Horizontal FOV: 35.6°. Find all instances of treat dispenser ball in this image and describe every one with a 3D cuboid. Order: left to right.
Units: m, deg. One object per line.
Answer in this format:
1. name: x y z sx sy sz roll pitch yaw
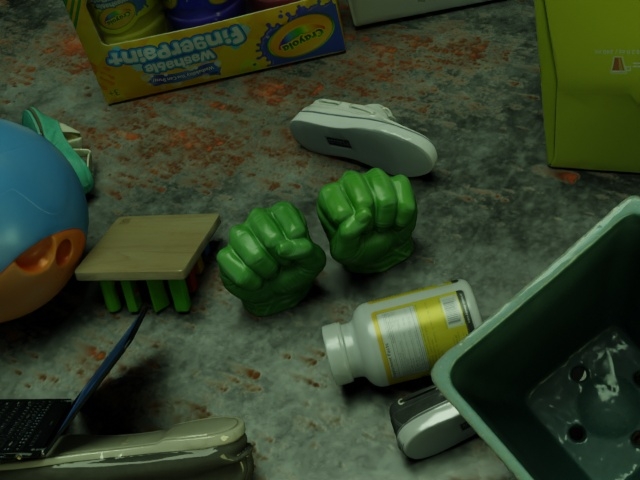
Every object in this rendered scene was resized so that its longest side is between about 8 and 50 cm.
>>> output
1. treat dispenser ball: -0.467 -0.027 1.375 0.288 0.288 0.288 -9 43 8

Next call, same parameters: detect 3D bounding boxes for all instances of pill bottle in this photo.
1. pill bottle: 0.099 0.116 1.193 0.184 0.103 0.103 -14 43 2

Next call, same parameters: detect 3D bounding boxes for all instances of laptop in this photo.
1. laptop: -0.345 0.160 1.173 0.265 0.136 0.234 1 5 -5

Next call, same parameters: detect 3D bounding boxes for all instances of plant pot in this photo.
1. plant pot: 0.284 0.153 0.953 0.247 0.252 0.248 -41 72 0

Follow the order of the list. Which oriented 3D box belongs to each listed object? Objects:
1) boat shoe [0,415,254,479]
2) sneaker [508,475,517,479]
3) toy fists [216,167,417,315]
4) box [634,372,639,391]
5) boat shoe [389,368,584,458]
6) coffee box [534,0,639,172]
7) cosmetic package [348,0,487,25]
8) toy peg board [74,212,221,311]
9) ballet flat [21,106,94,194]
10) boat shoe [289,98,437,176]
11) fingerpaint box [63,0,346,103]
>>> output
1. boat shoe: -0.239 0.270 1.131 0.335 0.095 0.112 -8 4 9
2. sneaker: 0.193 0.306 1.001 0.065 0.061 0.158 21 55 25
3. toy fists: 0.000 0.000 1.314 0.279 0.142 0.096 -21 43 -5
4. box: 0.353 0.146 1.122 0.062 0.052 0.083 16 53 29
5. boat shoe: 0.184 0.170 1.137 0.229 0.080 0.076 -27 45 0
6. coffee box: 0.490 -0.317 1.352 0.338 0.338 0.334 5 47 22
7. cosmetic package: 0.214 -0.634 1.773 0.394 0.327 0.329 -10 43 6
8. toy peg board: -0.234 0.035 1.412 0.161 0.079 0.160 -1 29 15
9. ballet flat: -0.428 -0.143 1.651 0.087 0.083 0.247 -7 38 -26
10. boat shoe: 0.072 -0.169 1.503 0.258 0.095 0.084 20 58 31
11. fingerpaint box: -0.210 -0.462 1.689 0.445 0.371 0.163 -11 43 4
